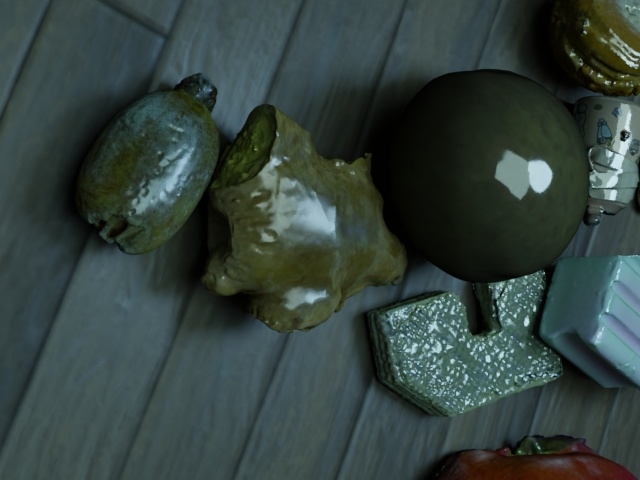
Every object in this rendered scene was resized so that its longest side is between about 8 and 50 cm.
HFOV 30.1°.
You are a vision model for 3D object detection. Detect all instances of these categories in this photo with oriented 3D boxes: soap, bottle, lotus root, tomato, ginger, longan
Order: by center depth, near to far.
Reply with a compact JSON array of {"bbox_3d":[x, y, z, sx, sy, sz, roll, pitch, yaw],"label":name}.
[{"bbox_3d":[-0.156,-0.079,1.135,0.113,0.088,0.192,37,70,-19],"label":"lotus root"},{"bbox_3d":[0.000,0.000,1.209,0.270,0.123,0.219,30,71,-29],"label":"ginger"},{"bbox_3d":[0.178,-0.079,1.269,0.248,0.248,0.248,1,89,-32],"label":"longan"},{"bbox_3d":[0.268,0.376,1.345,0.335,0.176,0.290,2,91,-33],"label":"tomato"},{"bbox_3d":[0.369,0.104,1.435,0.230,0.091,0.145,37,65,-39],"label":"soap"},{"bbox_3d":[0.341,-0.093,1.445,0.099,0.099,0.152,15,85,-31],"label":"bottle"}]

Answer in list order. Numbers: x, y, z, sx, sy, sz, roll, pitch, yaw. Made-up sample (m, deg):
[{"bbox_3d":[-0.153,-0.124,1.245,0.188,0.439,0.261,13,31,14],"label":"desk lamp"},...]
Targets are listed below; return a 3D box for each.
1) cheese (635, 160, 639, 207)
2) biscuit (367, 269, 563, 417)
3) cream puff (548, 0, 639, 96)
[{"bbox_3d":[0.483,-0.068,1.565,0.162,0.036,0.086,7,87,-32],"label":"cheese"},{"bbox_3d":[0.171,0.117,1.360,0.250,0.046,0.147,-13,97,-32],"label":"biscuit"},{"bbox_3d":[0.344,-0.240,1.430,0.165,0.115,0.150,45,48,-2],"label":"cream puff"}]
